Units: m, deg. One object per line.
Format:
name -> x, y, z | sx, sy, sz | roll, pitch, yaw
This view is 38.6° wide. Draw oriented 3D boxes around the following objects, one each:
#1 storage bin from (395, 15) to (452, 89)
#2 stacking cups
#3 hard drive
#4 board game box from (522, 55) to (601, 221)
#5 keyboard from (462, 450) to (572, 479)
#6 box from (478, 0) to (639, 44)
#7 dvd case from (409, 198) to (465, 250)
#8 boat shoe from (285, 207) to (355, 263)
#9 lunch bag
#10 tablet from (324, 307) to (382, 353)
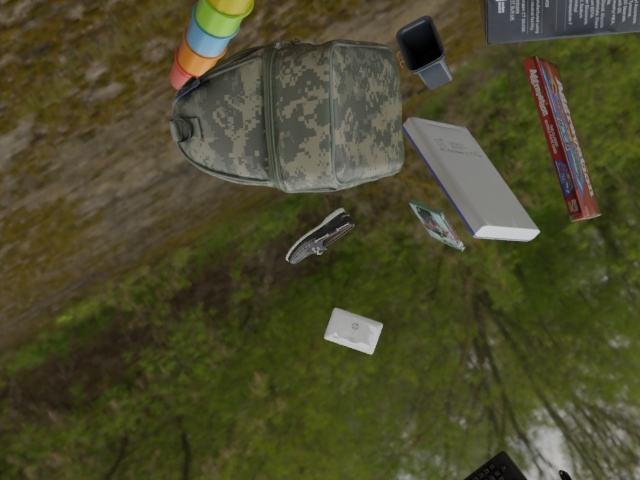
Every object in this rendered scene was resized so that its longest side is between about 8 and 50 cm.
storage bin -> 0.217, -0.380, 1.901 | 0.098, 0.135, 0.091 | -26, 140, 16
stacking cups -> -0.182, -0.352, 1.546 | 0.096, 0.096, 0.316 | -33, 170, -34
hard drive -> 0.328, -0.135, 2.003 | 0.210, 0.319, 0.040 | 3, 138, -43
board game box -> 0.417, -0.173, 1.567 | 0.027, 0.282, 0.145 | -18, 175, 27
keyboard -> 0.414, 0.516, 1.644 | 0.201, 0.317, 0.033 | -34, 151, -6
box -> 0.563, -0.656, 1.927 | 0.471, 0.298, 0.480 | -4, -144, 9
dvd case -> 0.231, -0.030, 1.804 | 0.013, 0.119, 0.087 | -51, -137, -11
boat shoe -> 0.000, 0.000, 1.477 | 0.125, 0.038, 0.046 | -39, 164, -5
lunch bag -> -0.042, -0.181, 1.333 | 0.255, 0.213, 0.305 | -2, -171, 25
tablet -> 0.052, 0.144, 1.454 | 0.006, 0.083, 0.054 | -96, -155, -82
